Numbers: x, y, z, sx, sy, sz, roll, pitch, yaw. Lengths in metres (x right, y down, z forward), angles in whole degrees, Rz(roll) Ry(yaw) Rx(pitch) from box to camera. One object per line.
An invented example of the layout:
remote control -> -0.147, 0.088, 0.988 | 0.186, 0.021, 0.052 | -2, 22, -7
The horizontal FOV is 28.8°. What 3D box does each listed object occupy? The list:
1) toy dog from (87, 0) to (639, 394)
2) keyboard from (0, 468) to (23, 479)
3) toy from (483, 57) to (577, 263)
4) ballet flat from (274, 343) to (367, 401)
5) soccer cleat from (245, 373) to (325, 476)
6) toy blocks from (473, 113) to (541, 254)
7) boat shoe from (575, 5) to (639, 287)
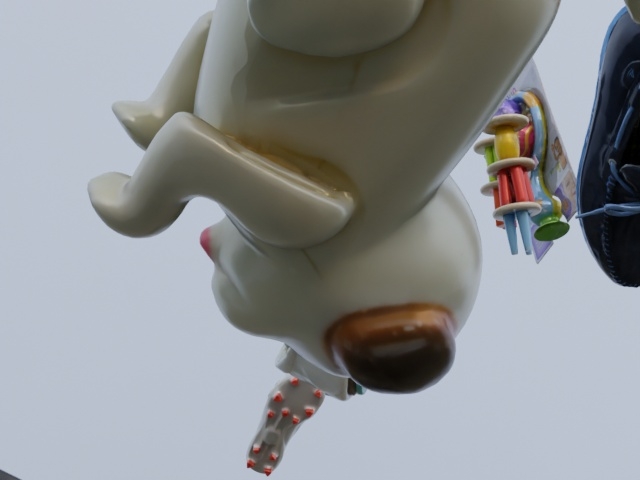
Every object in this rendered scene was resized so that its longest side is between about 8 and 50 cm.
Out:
toy dog -> 0.024, -0.092, 0.921 | 0.395, 0.284, 0.408 | -4, -61, -13
keyboard -> -0.332, 0.295, 1.372 | 0.201, 0.033, 0.317 | 22, -23, 17
toy -> 0.232, -0.106, 1.470 | 0.056, 0.237, 0.137 | -5, -32, -20
ballet flat -> 0.000, 0.000, 1.323 | 0.139, 0.139, 0.400 | 0, -58, -5
soccer cleat -> -0.048, 0.232, 1.674 | 0.068, 0.076, 0.196 | 27, -61, -4
toy blocks -> 0.205, -0.048, 1.354 | 0.054, 0.148, 0.123 | -6, -15, -1
boat shoe -> 0.269, -0.067, 1.051 | 0.109, 0.089, 0.258 | -15, -62, -10
